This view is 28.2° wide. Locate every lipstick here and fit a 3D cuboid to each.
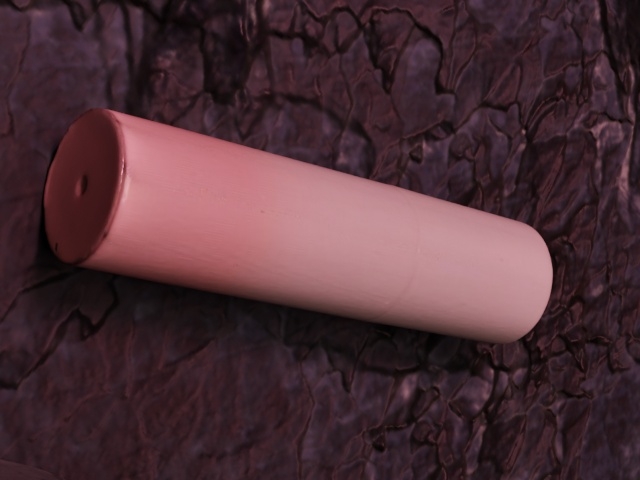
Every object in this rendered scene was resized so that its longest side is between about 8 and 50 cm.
[{"bbox_3d":[0.000,0.000,0.770,0.326,0.087,0.087,12,83,-37],"label":"lipstick"}]

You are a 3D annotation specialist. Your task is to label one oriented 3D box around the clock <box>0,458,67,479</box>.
[{"bbox_3d":[-0.185,0.275,0.640,0.325,0.067,0.325,-1,91,-38],"label":"clock"}]
